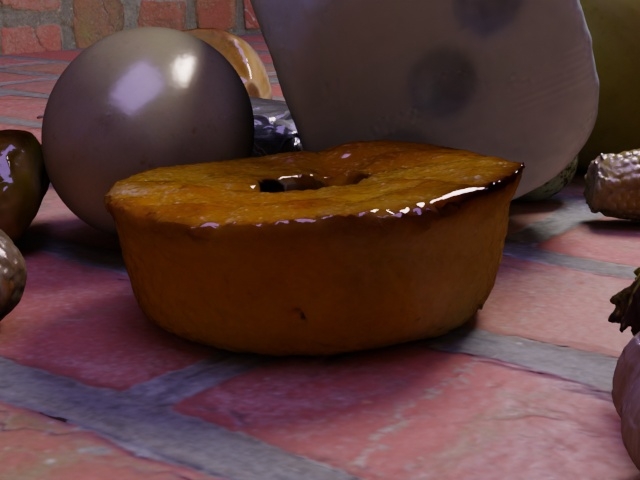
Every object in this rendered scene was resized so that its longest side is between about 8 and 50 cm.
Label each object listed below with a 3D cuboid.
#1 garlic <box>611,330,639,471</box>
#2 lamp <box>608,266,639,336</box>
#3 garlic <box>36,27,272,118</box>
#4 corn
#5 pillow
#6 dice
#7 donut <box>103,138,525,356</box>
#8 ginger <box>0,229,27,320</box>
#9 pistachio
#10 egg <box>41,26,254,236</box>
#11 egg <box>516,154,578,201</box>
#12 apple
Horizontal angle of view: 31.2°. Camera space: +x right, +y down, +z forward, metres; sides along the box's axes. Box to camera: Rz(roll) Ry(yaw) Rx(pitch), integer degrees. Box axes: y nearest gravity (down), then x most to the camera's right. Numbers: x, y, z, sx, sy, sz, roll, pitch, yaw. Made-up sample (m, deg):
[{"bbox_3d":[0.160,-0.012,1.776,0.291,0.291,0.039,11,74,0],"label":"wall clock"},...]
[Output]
[{"bbox_3d":[0.185,0.088,0.546,0.074,0.094,0.113,-49,41,-15],"label":"garlic"},{"bbox_3d":[0.253,0.035,0.630,0.157,0.134,0.156,-1,14,-11],"label":"lamp"},{"bbox_3d":[-0.235,-0.238,1.728,0.339,0.151,0.196,2,27,14],"label":"garlic"},{"bbox_3d":[0.400,-0.053,1.096,0.288,0.086,0.086,-1,14,1],"label":"corn"},{"bbox_3d":[-0.122,-0.118,1.324,0.335,0.092,0.161,2,20,6],"label":"pillow"},{"bbox_3d":[0.090,-0.183,1.082,0.268,0.262,0.264,-19,25,2],"label":"dice"},{"bbox_3d":[0.000,0.000,0.832,0.303,0.110,0.303,-2,14,1],"label":"donut"},{"bbox_3d":[-0.300,0.030,0.766,0.204,0.080,0.104,-6,21,-28],"label":"ginger"},{"bbox_3d":[-0.303,-0.050,1.038,0.110,0.100,0.189,1,15,-7],"label":"pistachio"},{"bbox_3d":[-0.157,-0.095,1.040,0.189,0.188,0.253,2,24,8],"label":"egg"},{"bbox_3d":[0.214,-0.083,1.200,0.110,0.085,0.085,2,13,29],"label":"egg"},{"bbox_3d":[0.327,-0.219,1.346,0.254,0.292,0.292,41,13,-7],"label":"apple"}]
